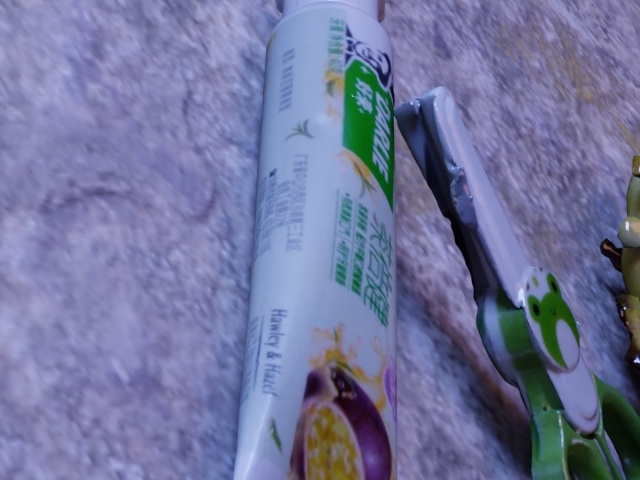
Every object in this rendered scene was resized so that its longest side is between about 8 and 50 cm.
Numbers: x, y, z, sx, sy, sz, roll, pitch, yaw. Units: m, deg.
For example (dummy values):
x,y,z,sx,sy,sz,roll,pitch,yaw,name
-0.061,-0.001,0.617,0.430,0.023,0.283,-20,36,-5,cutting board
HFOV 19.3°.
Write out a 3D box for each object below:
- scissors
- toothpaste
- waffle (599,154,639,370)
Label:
x,y,z,sx,sy,sz,roll,pitch,yaw,name
0.082,0.036,0.728,0.204,0.027,0.101,65,27,-5,scissors
0.000,0.000,0.681,0.058,0.056,0.314,5,43,-4,toothpaste
0.290,0.104,0.939,0.380,0.095,0.382,-10,64,-56,waffle
